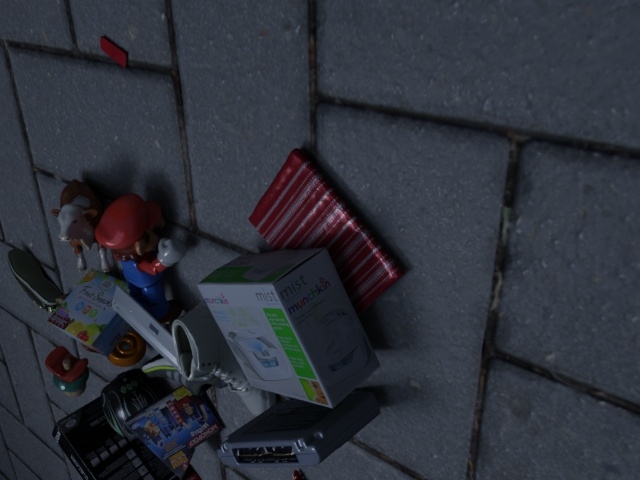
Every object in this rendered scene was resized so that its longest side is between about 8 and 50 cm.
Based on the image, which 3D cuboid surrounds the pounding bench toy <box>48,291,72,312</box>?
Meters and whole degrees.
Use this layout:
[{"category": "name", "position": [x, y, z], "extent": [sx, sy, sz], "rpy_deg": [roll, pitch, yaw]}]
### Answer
[{"category": "pounding bench toy", "position": [-0.739, 0.195, 1.749], "extent": [0.065, 0.083, 0.052], "rpy_deg": [13, 119, 38]}]

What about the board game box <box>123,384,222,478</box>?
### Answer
[{"category": "board game box", "position": [-0.350, 0.476, 1.496], "extent": [0.194, 0.194, 0.060], "rpy_deg": [59, 175, -1]}]

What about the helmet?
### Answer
[{"category": "helmet", "position": [-0.492, 0.441, 1.598], "extent": [0.161, 0.169, 0.169], "rpy_deg": [52, 136, 18]}]

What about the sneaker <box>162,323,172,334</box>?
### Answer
[{"category": "sneaker", "position": [-0.343, 0.222, 1.428], "extent": [0.135, 0.058, 0.052], "rpy_deg": [167, 105, -67]}]

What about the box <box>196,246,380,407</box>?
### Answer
[{"category": "box", "position": [-0.060, 0.141, 1.041], "extent": [0.262, 0.127, 0.231], "rpy_deg": [-4, 115, 53]}]

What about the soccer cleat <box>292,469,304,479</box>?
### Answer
[{"category": "soccer cleat", "position": [-0.047, 0.551, 1.343], "extent": [0.036, 0.029, 0.083], "rpy_deg": [-17, 103, 41]}]

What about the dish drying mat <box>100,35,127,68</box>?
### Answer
[{"category": "dish drying mat", "position": [-0.419, -0.383, 1.220], "extent": [0.083, 0.008, 0.032], "rpy_deg": [37, 132, 21]}]

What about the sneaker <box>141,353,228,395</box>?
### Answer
[{"category": "sneaker", "position": [-0.315, 0.306, 1.408], "extent": [0.300, 0.111, 0.121], "rpy_deg": [-18, 101, 47]}]

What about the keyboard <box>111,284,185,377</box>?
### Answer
[{"category": "keyboard", "position": [-0.367, 0.200, 1.321], "extent": [0.256, 0.014, 0.072], "rpy_deg": [39, 124, 13]}]

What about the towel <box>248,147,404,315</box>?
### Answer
[{"category": "towel", "position": [0.000, 0.000, 1.019], "extent": [0.275, 0.031, 0.199], "rpy_deg": [50, 135, 10]}]

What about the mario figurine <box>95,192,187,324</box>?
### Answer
[{"category": "mario figurine", "position": [-0.374, 0.029, 1.339], "extent": [0.198, 0.170, 0.320], "rpy_deg": [1, 129, 3]}]

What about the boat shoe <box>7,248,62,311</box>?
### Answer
[{"category": "boat shoe", "position": [-0.888, 0.125, 1.850], "extent": [0.228, 0.081, 0.068], "rpy_deg": [47, 130, 10]}]

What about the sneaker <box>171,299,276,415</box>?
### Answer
[{"category": "sneaker", "position": [-0.209, 0.266, 1.245], "extent": [0.108, 0.169, 0.292], "rpy_deg": [-14, 102, 43]}]

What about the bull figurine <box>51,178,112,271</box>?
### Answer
[{"category": "bull figurine", "position": [-0.545, -0.036, 1.383], "extent": [0.310, 0.101, 0.188], "rpy_deg": [-128, 32, -59]}]

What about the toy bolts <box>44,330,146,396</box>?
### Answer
[{"category": "toy bolts", "position": [-0.591, 0.322, 1.597], "extent": [0.218, 0.228, 0.158], "rpy_deg": [29, 140, 13]}]

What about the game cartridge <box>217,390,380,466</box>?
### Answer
[{"category": "game cartridge", "position": [-0.037, 0.343, 1.107], "extent": [0.294, 0.196, 0.060], "rpy_deg": [-22, 95, 46]}]

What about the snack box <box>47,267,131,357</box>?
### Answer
[{"category": "snack box", "position": [-0.554, 0.175, 1.503], "extent": [0.207, 0.174, 0.070], "rpy_deg": [16, 151, 36]}]

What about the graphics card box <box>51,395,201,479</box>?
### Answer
[{"category": "graphics card box", "position": [-0.537, 0.603, 1.667], "extent": [0.371, 0.233, 0.094], "rpy_deg": [48, 135, 11]}]
